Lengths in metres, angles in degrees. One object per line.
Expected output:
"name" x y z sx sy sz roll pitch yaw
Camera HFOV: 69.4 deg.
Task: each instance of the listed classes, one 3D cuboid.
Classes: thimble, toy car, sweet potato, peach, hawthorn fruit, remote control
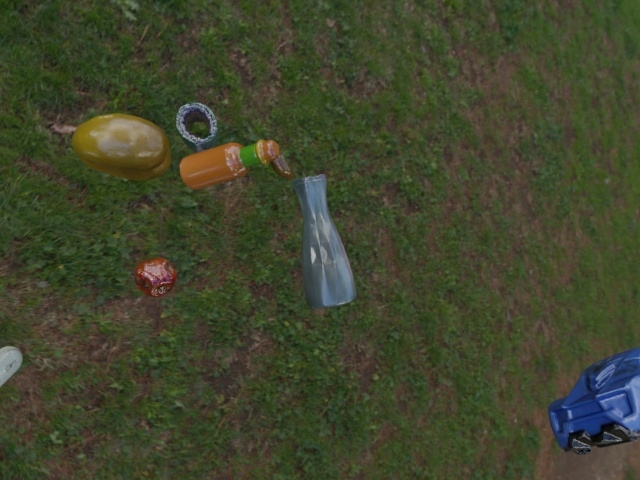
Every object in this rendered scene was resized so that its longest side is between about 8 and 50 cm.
"thimble" -0.363 -0.335 1.377 0.119 0.090 0.135 -34 85 -8
"toy car" 0.298 0.137 0.440 0.216 0.103 0.063 -10 65 -40
"sweet potato" -0.082 -0.151 0.908 0.095 0.034 0.034 48 56 -33
"peach" -0.527 -0.246 1.235 0.251 0.251 0.153 4 77 -40
"hawthorn fruit" -0.361 0.083 1.014 0.093 0.093 0.092 7 79 -40
"remote control" -0.862 0.367 1.191 0.221 0.042 0.078 -62 154 -51

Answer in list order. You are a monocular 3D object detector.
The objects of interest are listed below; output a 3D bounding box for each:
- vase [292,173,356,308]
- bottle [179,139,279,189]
"vase" 0.000 0.000 0.769 0.086 0.086 0.213 -14 95 -41
"bottle" -0.162 -0.142 0.837 0.069 0.187 0.069 -10 90 -66
